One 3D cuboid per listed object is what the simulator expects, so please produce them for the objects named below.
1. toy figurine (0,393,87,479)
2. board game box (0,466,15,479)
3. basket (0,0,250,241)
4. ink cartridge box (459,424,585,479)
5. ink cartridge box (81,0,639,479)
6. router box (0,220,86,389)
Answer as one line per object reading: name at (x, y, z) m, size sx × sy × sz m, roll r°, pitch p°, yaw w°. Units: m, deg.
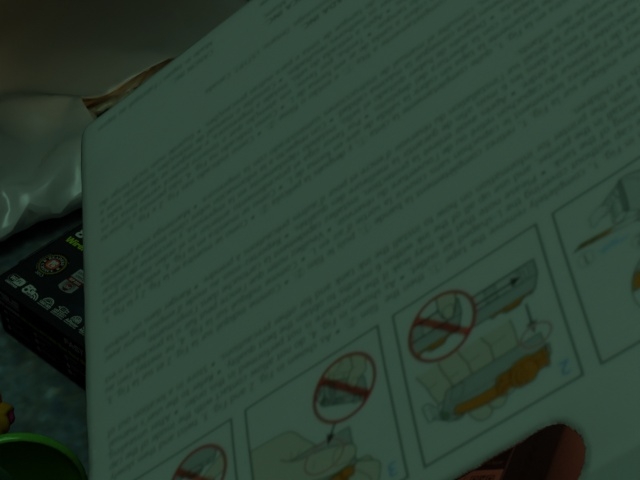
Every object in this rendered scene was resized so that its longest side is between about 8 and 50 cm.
toy figurine at (-0.211, 0.078, 0.866) m, size 0.173 × 0.130 × 0.159 m, roll 6°, pitch 27°, yaw -21°
board game box at (-0.243, 0.228, 0.637) m, size 0.213 × 0.046 × 0.317 m, roll -29°, pitch 27°, yaw 35°
basket at (-0.147, -0.237, 1.040) m, size 0.328 × 0.331 × 0.266 m, roll -25°, pitch 43°, yaw -22°
ink cartridge box at (0.028, 0.099, 0.747) m, size 0.296 × 0.066 × 0.261 m, roll -32°, pitch 41°, yaw 9°
ink cartridge box at (0.044, 0.013, 0.700) m, size 0.308 × 0.091 × 0.385 m, roll -34°, pitch 40°, yaw 22°
router box at (-0.102, 0.037, 0.939) m, size 0.122 × 0.038 × 0.092 m, roll 30°, pitch 51°, yaw 34°
